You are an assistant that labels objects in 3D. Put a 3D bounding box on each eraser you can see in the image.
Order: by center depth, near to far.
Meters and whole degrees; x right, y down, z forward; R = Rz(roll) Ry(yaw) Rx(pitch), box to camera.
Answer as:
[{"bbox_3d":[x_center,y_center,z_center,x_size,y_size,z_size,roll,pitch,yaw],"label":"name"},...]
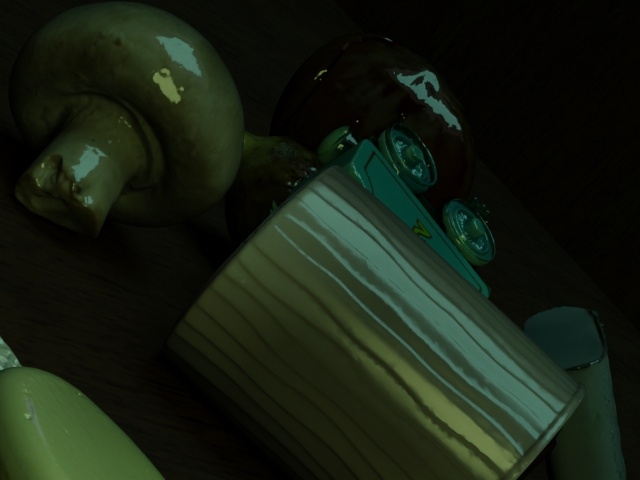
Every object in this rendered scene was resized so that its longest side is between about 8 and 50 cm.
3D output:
[{"bbox_3d":[0.253,0.195,1.897,0.174,0.081,0.227,-81,161,-72],"label":"eraser"}]

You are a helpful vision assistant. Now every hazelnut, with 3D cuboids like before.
[{"bbox_3d":[0.064,-0.107,2.094,0.234,0.218,0.218,42,11,6],"label":"hazelnut"}]

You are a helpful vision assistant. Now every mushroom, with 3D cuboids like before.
[{"bbox_3d":[-0.169,-0.085,1.581,0.204,0.204,0.204,41,12,-11],"label":"mushroom"}]

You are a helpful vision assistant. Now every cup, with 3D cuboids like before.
[{"bbox_3d":[0.047,0.099,1.519,0.273,0.208,0.288,43,13,3],"label":"cup"}]

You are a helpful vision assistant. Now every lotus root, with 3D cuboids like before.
[{"bbox_3d":[0.000,0.000,1.849,0.314,0.141,0.169,49,6,-9],"label":"lotus root"}]

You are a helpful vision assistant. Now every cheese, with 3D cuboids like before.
[{"bbox_3d":[-0.172,0.102,1.156,0.251,0.054,0.127,50,14,32],"label":"cheese"}]

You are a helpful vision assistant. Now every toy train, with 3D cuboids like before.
[{"bbox_3d":[0.060,0.002,1.683,0.203,0.112,0.163,49,28,-11],"label":"toy train"}]
